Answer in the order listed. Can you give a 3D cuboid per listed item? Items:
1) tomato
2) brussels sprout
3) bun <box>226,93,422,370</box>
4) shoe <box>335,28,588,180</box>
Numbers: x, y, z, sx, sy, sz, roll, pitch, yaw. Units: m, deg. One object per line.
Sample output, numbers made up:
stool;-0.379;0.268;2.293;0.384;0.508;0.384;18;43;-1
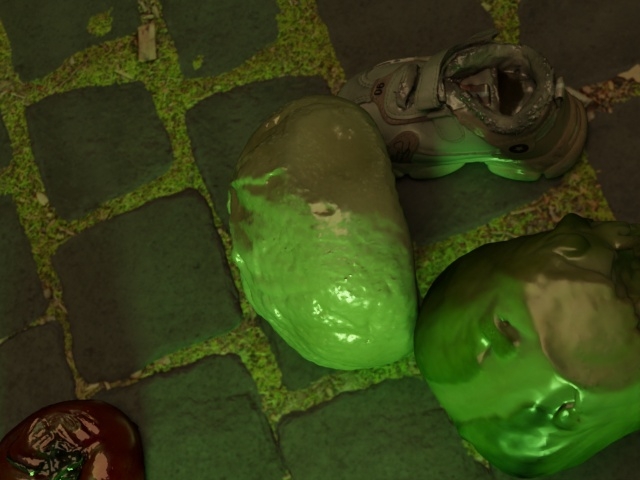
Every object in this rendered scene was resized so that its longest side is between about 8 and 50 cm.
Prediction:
tomato;-0.354;0.316;1.735;0.228;0.101;0.228;-4;69;11
brussels sprout;0.269;0.126;1.472;0.315;0.371;0.276;-16;78;9
bun;0.000;0.000;1.629;0.227;0.352;0.349;-16;28;1
shoe;0.178;-0.194;1.706;0.351;0.198;0.172;3;70;16
